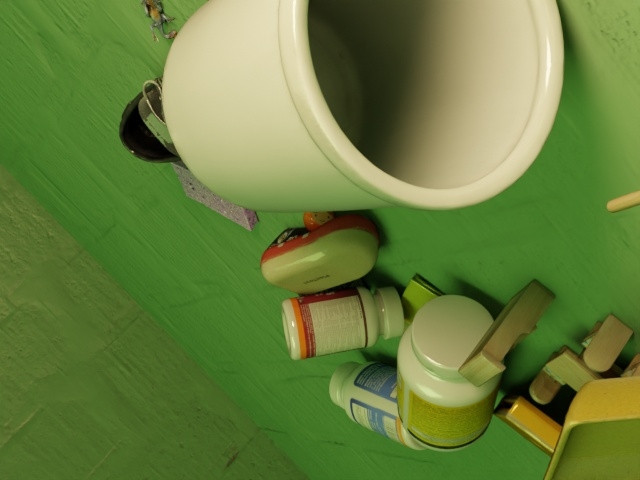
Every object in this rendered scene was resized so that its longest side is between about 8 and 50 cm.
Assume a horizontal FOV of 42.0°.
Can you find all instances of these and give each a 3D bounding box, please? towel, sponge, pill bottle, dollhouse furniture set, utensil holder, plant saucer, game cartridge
[{"bbox_3d":[0.198,0.145,1.620,0.102,0.021,0.237,32,154,10],"label":"towel"},{"bbox_3d":[-0.233,-0.106,1.842,0.210,0.031,0.117,28,152,30],"label":"sponge"},{"bbox_3d":[0.149,0.361,1.890,0.272,0.152,0.152,13,143,49],"label":"pill bottle"},{"bbox_3d":[0.366,0.207,1.286,0.242,0.161,0.212,39,156,7],"label":"dollhouse furniture set"},{"bbox_3d":[0.020,-0.189,0.957,0.327,0.327,0.385,51,156,-20],"label":"utensil holder"},{"bbox_3d":[0.475,0.268,1.156,0.332,0.081,0.333,-5,145,3],"label":"plant saucer"},{"bbox_3d":[0.042,0.154,1.608,0.121,0.221,0.121,171,90,-81],"label":"pill bottle"},{"bbox_3d":[0.233,0.242,1.515,0.188,0.188,0.334,32,154,23],"label":"pill bottle"},{"bbox_3d":[0.461,0.389,1.479,0.323,0.053,0.285,35,176,11],"label":"game cartridge"}]

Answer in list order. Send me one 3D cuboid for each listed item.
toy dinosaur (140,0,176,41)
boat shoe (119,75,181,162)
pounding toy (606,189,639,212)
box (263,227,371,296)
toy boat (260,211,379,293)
[{"bbox_3d":[-0.280,-0.391,1.454,0.082,0.047,0.090,75,175,-64],"label":"toy dinosaur"},{"bbox_3d":[-0.221,-0.228,1.472,0.187,0.156,0.500,53,153,-19],"label":"boat shoe"},{"bbox_3d":[0.396,-0.057,0.838,0.155,0.154,0.269,29,172,28],"label":"pounding toy"},{"bbox_3d":[-0.008,0.063,1.721,0.180,0.077,0.147,51,155,-20],"label":"box"},{"bbox_3d":[0.000,0.000,1.541,0.231,0.151,0.151,-21,150,37],"label":"toy boat"}]
